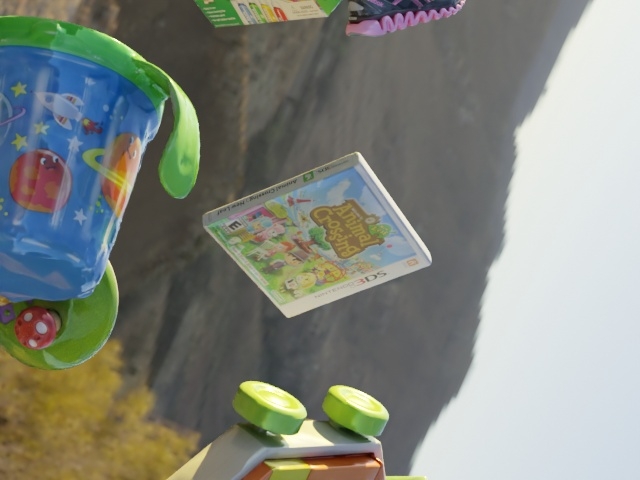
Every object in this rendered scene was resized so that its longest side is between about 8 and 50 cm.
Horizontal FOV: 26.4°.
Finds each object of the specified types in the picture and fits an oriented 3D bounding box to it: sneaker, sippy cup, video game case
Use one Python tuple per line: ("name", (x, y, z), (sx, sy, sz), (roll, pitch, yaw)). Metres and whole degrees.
("sneaker", (0.068, -0.200, 1.091), (0.119, 0.047, 0.057), (-21, 104, -35))
("sippy cup", (-0.284, -0.066, 1.353), (0.305, 0.240, 0.224), (-29, -133, 51))
("video game case", (0.000, 0.000, 1.553), (0.212, 0.193, 0.023), (51, 23, -47))

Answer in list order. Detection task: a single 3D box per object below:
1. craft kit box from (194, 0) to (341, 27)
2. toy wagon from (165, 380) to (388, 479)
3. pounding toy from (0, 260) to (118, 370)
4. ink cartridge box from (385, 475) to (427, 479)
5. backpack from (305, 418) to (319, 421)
("craft kit box", (-0.120, -0.379, 1.707), (0.250, 0.246, 0.061), (5, -131, 51))
("toy wagon", (-0.029, 0.249, 1.133), (0.344, 0.068, 0.267), (10, 108, -53))
("pounding toy", (-0.340, 0.046, 1.613), (0.110, 0.183, 0.237), (-18, 117, -70))
("ink cartridge box", (-0.045, 0.379, 1.612), (0.207, 0.353, 0.119), (81, 11, -45))
("backpack", (-0.007, 0.323, 1.898), (0.173, 0.158, 0.117), (68, 35, -53))
